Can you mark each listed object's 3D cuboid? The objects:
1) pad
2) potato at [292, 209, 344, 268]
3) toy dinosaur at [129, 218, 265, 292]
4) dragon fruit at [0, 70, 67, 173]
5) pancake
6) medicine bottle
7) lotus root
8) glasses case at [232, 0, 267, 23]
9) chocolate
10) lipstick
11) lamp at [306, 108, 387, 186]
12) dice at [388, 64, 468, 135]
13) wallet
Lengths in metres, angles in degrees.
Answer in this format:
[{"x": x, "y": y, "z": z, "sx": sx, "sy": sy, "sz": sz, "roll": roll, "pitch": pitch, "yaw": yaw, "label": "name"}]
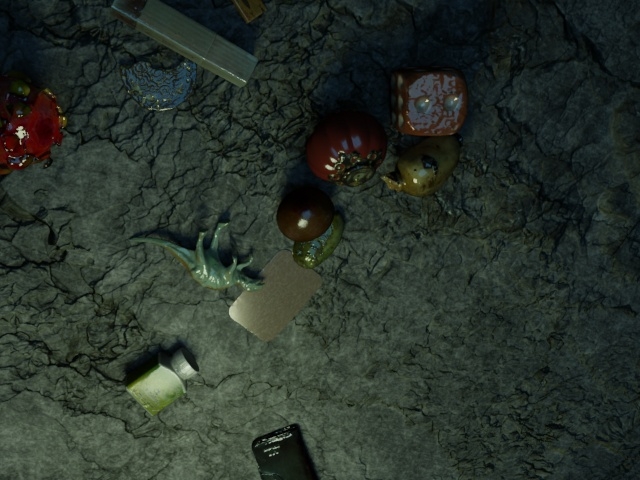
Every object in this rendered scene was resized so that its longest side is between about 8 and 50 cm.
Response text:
[{"x": -0.133, "y": 0.167, "z": 2.065, "sx": 0.176, "sy": 0.002, "sz": 0.266, "roll": 39, "pitch": 96, "yaw": -21, "label": "pad"}, {"x": 0.000, "y": 0.000, "z": 2.014, "sx": 0.198, "sy": 0.054, "sz": 0.119, "roll": -42, "pitch": 108, "yaw": 2, "label": "potato"}, {"x": -0.332, "y": 0.040, "z": 1.939, "sx": 0.393, "sy": 0.092, "sz": 0.205, "roll": 6, "pitch": 111, "yaw": -17, "label": "toy dinosaur"}, {"x": -0.769, "y": -0.266, "z": 1.659, "sx": 0.307, "sy": 0.243, "sz": 0.227, "roll": -51, "pitch": 149, "yaw": 2, "label": "dragon fruit"}, {"x": -0.420, "y": -0.426, "z": 1.798, "sx": 0.190, "sy": 0.020, "sz": 0.184, "roll": 24, "pitch": 101, "yaw": -20, "label": "pancake"}, {"x": -0.455, "y": 0.401, "z": 2.024, "sx": 0.188, "sy": 0.088, "sz": 0.132, "roll": -36, "pitch": 111, "yaw": 1, "label": "medicine bottle"}, {"x": 0.301, "y": -0.209, "z": 1.958, "sx": 0.257, "sy": 0.154, "sz": 0.140, "roll": -37, "pitch": 90, "yaw": -7, "label": "lotus root"}, {"x": -0.211, "y": -0.642, "z": 1.763, "sx": 0.064, "sy": 0.041, "sz": 0.170, "roll": -39, "pitch": 112, "yaw": -10, "label": "glasses case"}, {"x": -0.045, "y": -0.077, "z": 1.914, "sx": 0.176, "sy": 0.177, "sz": 0.177, "roll": -4, "pitch": 109, "yaw": -11, "label": "chocolate"}, {"x": -0.340, "y": -0.513, "z": 1.748, "sx": 0.371, "sy": 0.076, "sz": 0.080, "roll": 27, "pitch": 82, "yaw": -19, "label": "lipstick"}, {"x": 0.069, "y": -0.254, "z": 1.871, "sx": 0.227, "sy": 0.227, "sz": 0.227, "roll": -4, "pitch": 109, "yaw": -11, "label": "lamp"}, {"x": 0.289, "y": -0.383, "z": 1.889, "sx": 0.179, "sy": 0.174, "sz": 0.175, "roll": -2, "pitch": 110, "yaw": -13, "label": "dice"}, {"x": -0.104, "y": 0.754, "z": 2.243, "sx": 0.172, "sy": 0.045, "sz": 0.318, "roll": -20, "pitch": 110, "yaw": -7, "label": "wallet"}]
